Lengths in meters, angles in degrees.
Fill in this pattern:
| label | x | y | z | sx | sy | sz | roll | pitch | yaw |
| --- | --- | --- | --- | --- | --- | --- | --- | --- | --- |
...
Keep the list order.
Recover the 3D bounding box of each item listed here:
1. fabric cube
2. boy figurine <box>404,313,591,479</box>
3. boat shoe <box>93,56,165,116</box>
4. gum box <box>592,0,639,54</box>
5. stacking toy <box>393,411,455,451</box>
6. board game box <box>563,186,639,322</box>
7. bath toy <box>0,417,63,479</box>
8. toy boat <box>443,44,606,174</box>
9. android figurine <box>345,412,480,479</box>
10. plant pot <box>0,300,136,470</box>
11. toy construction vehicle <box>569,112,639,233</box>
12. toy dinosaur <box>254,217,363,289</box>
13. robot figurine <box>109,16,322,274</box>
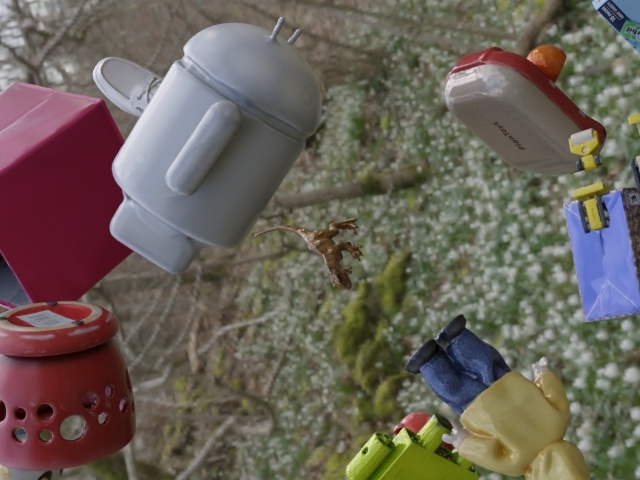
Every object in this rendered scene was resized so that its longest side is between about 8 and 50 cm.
| label | x | y | z | sx | sy | sz | roll | pitch | yaw |
| --- | --- | --- | --- | --- | --- | --- | --- | --- | --- |
| fabric cube | -0.454 | -0.065 | 1.586 | 0.259 | 0.258 | 0.254 | 15 | 140 | 41 |
| boy figurine | 0.246 | 0.224 | 1.297 | 0.285 | 0.177 | 0.092 | 45 | 159 | 14 |
| boat shoe | -0.310 | -0.276 | 1.967 | 0.098 | 0.277 | 0.096 | -61 | 9 | -15 |
| gum box | 0.553 | -0.383 | 1.600 | 0.157 | 0.184 | 0.041 | 39 | -154 | -19 |
| stacking toy | 0.305 | 0.399 | 1.884 | 0.280 | 0.308 | 0.130 | -115 | 4 | -46 |
| board game box | 0.629 | 0.022 | 1.938 | 0.141 | 0.291 | 0.232 | -17 | 80 | 52 |
| bath toy | -0.448 | 0.446 | 1.641 | 0.151 | 0.129 | 0.348 | -11 | -87 | -68 |
| toy boat | 0.285 | -0.192 | 1.344 | 0.231 | 0.151 | 0.151 | 37 | 160 | -25 |
| android figurine | 0.155 | 0.418 | 1.725 | 0.248 | 0.273 | 0.056 | 29 | -162 | -27 |
| plant pot | -0.333 | 0.175 | 1.290 | 0.191 | 0.191 | 0.174 | -113 | 23 | -77 |
| toy construction vehicle | 0.282 | -0.063 | 0.966 | 0.035 | 0.085 | 0.098 | 8 | -114 | -55 |
| toy dinosaur | 0.000 | 0.000 | 1.511 | 0.211 | 0.112 | 0.064 | 38 | 132 | 50 |
| robot figurine | -0.132 | -0.131 | 1.314 | 0.199 | 0.353 | 0.300 | 33 | -172 | -8 |
